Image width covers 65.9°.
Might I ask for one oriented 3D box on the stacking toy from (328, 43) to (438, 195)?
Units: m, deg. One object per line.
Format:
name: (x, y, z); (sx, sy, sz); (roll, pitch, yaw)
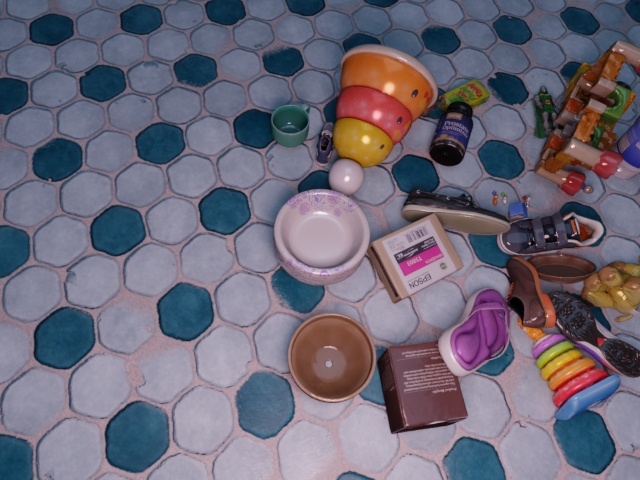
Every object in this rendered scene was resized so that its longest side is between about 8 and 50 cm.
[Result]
stacking toy: (0.156, -0.363, 1.650); (0.350, 0.350, 0.480); (22, 83, 6)

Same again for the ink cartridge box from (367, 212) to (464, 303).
ink cartridge box: (0.286, 0.052, 1.502); (0.234, 0.088, 0.193); (-25, 79, -16)

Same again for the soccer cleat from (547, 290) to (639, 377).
soccer cleat: (0.778, 0.274, 1.436); (0.318, 0.116, 0.109); (41, 84, 13)

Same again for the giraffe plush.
giraffe plush: (0.929, 0.127, 1.509); (0.210, 0.181, 0.170); (37, 58, 4)

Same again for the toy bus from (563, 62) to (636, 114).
toy bus: (1.067, -0.585, 1.896); (0.220, 0.150, 0.212); (24, 48, 4)

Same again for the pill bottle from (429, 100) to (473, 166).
pill bottle: (0.466, -0.379, 1.735); (0.122, 0.123, 0.219); (20, 63, 5)

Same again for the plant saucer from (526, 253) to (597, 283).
plant saucer: (0.737, 0.090, 1.520); (0.198, 0.198, 0.036); (-7, 108, -9)

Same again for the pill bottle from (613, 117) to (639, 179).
pill bottle: (1.110, -0.328, 1.684); (0.152, 0.272, 0.153); (2, 62, -4)

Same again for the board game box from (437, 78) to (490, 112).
board game box: (0.540, -0.535, 1.864); (0.181, 0.043, 0.092); (-29, 69, -18)

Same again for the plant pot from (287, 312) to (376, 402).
plant pot: (0.026, 0.326, 1.348); (0.237, 0.110, 0.238); (3, 63, -5)

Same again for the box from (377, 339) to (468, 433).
box: (0.260, 0.387, 1.305); (0.168, 0.167, 0.203); (-5, 64, -8)

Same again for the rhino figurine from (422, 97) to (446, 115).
rhino figurine: (0.346, -0.556, 1.842); (0.106, 0.073, 0.243); (-33, 69, -22)

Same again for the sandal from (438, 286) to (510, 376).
sandal: (0.458, 0.243, 1.344); (0.416, 0.102, 0.170); (-29, 88, -49)

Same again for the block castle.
block castle: (0.929, -0.386, 1.632); (0.212, 0.303, 0.454); (27, 81, 4)

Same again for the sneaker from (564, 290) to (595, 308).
sneaker: (0.744, 0.215, 1.501); (0.170, 0.051, 0.089); (-27, 65, -20)

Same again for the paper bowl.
paper bowl: (0.000, 0.000, 1.488); (0.283, 0.148, 0.285); (2, 63, -5)

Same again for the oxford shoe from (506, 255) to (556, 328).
oxford shoe: (0.596, 0.146, 1.466); (0.098, 0.097, 0.271); (-6, 37, 0)

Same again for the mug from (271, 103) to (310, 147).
mug: (-0.092, -0.390, 1.703); (0.157, 0.097, 0.130); (-18, 66, -14)

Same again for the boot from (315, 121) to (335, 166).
boot: (0.025, -0.352, 1.701); (0.069, 0.086, 0.190); (9, 63, -1)

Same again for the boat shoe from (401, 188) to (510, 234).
boat shoe: (0.438, -0.101, 1.591); (0.339, 0.127, 0.113); (8, 64, 14)

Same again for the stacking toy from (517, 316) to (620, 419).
stacking toy: (0.666, 0.331, 1.399); (0.165, 0.175, 0.302); (-23, 54, -10)

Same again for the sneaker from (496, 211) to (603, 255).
sneaker: (0.734, -0.026, 1.574); (0.320, 0.127, 0.126); (-6, 77, -7)

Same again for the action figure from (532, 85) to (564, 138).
action figure: (0.858, -0.492, 1.865); (0.137, 0.064, 0.232); (2, 60, -2)

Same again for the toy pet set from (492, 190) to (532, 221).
toy pet set: (0.650, -0.126, 1.656); (0.122, 0.065, 0.114); (7, 63, -1)
